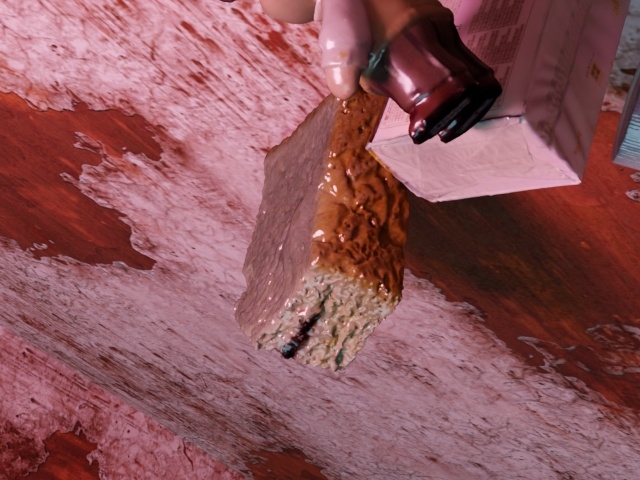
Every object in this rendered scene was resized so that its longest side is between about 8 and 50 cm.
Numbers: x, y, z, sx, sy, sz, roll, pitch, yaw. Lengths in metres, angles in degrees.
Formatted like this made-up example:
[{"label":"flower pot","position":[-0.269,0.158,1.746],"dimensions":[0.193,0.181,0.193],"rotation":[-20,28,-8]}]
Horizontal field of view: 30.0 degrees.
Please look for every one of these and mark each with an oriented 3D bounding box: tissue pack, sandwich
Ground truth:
[{"label":"tissue pack","position":[0.173,-0.162,1.149],"dimensions":[0.185,0.225,0.124],"rotation":[-8,143,45]},{"label":"sandwich","position":[0.001,0.000,1.489],"dimensions":[0.131,0.325,0.262],"rotation":[17,157,-21]}]

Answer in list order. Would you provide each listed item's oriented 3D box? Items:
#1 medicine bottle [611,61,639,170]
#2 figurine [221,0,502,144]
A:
[{"label":"medicine bottle","position":[0.417,-0.105,1.187],"dimensions":[0.225,0.139,0.139],"rotation":[17,155,7]},{"label":"figurine","position":[-0.008,-0.226,1.052],"dimensions":[0.206,0.218,0.365],"rotation":[-36,79,39]}]
